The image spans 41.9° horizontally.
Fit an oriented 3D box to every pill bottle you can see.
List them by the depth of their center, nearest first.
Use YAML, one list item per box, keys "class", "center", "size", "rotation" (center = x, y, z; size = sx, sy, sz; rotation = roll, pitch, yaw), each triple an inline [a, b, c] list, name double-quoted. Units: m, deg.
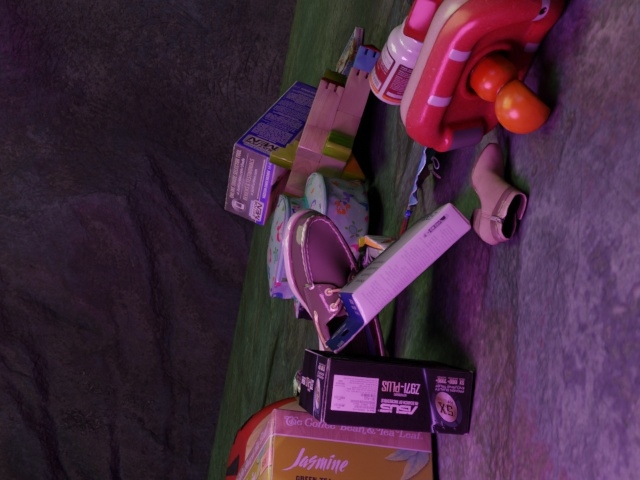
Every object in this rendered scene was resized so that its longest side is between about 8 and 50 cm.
- class: "pill bottle"
  center: [0.140, -0.293, 1.348]
  size: [0.152, 0.086, 0.086]
  rotation: [121, 156, -60]

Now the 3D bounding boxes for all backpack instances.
- class: "backpack"
  center: [0.000, 0.000, 1.582]
  size: [0.225, 0.191, 0.253]
  rotation: [-99, 27, -60]

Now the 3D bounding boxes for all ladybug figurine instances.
- class: "ladybug figurine"
  center: [-0.097, 0.471, 1.702]
  size: [0.449, 0.162, 0.305]
  rotation: [120, 156, -61]

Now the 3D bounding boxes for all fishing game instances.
- class: "fishing game"
  center: [0.161, -0.134, 1.183]
  size: [0.189, 0.041, 0.264]
  rotation: [-70, -7, -45]

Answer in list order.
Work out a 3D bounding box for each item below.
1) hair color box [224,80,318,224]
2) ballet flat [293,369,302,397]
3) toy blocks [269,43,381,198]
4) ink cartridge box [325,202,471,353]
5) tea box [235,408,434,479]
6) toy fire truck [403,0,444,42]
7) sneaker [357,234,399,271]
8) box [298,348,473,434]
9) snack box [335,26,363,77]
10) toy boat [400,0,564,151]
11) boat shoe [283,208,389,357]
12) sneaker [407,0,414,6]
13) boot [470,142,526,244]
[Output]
- class: "hair color box"
  center: [-0.091, -0.207, 1.921]
  size: [0.339, 0.110, 0.185]
  rotation: [-54, -17, -48]
- class: "ballet flat"
  center: [-0.041, 0.347, 1.864]
  size: [0.041, 0.041, 0.114]
  rotation: [171, 107, -78]
- class: "toy blocks"
  center: [0.024, -0.243, 1.715]
  size: [0.381, 0.191, 0.260]
  rotation: [120, 169, -74]
- class: "ink cartridge box"
  center: [0.079, 0.050, 1.083]
  size: [0.224, 0.045, 0.223]
  rotation: [-43, 0, -6]
- class: "tea box"
  center: [0.001, 0.437, 1.104]
  size: [0.329, 0.220, 0.323]
  rotation: [114, 162, -54]
- class: "toy fire truck"
  center: [0.195, -0.416, 1.074]
  size: [0.254, 0.169, 0.302]
  rotation: [-56, -11, -50]
- class: "sneaker"
  center: [0.102, 0.034, 1.304]
  size: [0.215, 0.084, 0.083]
  rotation: [137, 139, -86]
- class: "box"
  center: [0.076, 0.184, 1.032]
  size: [0.147, 0.180, 0.077]
  rotation: [169, 108, -78]
- class: "snack box"
  center: [0.066, -0.429, 1.975]
  size: [0.178, 0.022, 0.064]
  rotation: [128, 151, -68]
- class: "toy boat"
  center: [0.197, -0.179, 0.927]
  size: [0.151, 0.151, 0.231]
  rotation: [53, 142, 31]
- class: "boat shoe"
  center: [0.033, 0.106, 1.288]
  size: [0.097, 0.117, 0.324]
  rotation: [5, 112, 63]
- class: "sneaker"
  center: [0.174, -0.475, 1.253]
  size: [0.106, 0.101, 0.267]
  rotation: [-142, 63, -67]
- class: "boot"
  center: [0.207, -0.053, 0.959]
  size: [0.087, 0.042, 0.118]
  rotation: [-160, 78, -72]
